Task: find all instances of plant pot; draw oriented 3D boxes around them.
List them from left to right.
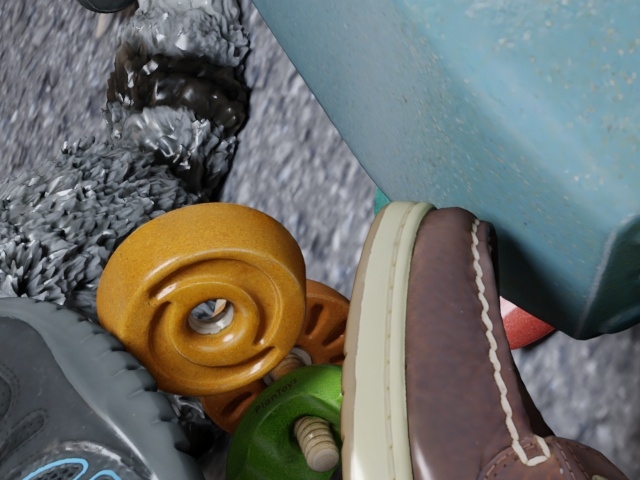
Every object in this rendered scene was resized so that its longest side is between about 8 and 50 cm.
[{"bbox_3d":[0.115,-0.110,0.593,0.247,0.248,0.252,-23,70,-5],"label":"plant pot"}]

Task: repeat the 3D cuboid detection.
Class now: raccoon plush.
[{"bbox_3d":[-0.227,-0.012,0.954,0.216,0.299,0.446,-27,53,41],"label":"raccoon plush"}]

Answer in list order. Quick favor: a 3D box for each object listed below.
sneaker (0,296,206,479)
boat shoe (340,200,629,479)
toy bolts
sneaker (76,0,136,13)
[{"bbox_3d":[-0.107,0.138,0.641,0.140,0.125,0.341,-30,41,-24],"label":"sneaker"},{"bbox_3d":[0.079,0.132,0.480,0.123,0.123,0.342,-9,53,7],"label":"boat shoe"},{"bbox_3d":[0.000,0.000,0.777,0.228,0.218,0.158,-37,38,9],"label":"toy bolts"},{"bbox_3d":[-0.096,-0.250,1.079,0.267,0.101,0.106,-43,46,30],"label":"sneaker"}]
